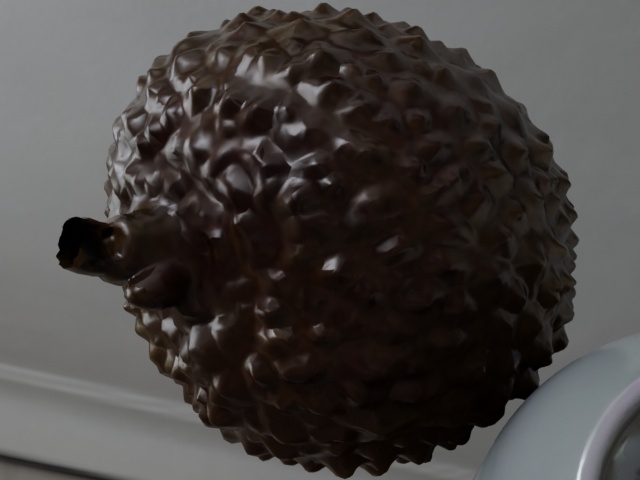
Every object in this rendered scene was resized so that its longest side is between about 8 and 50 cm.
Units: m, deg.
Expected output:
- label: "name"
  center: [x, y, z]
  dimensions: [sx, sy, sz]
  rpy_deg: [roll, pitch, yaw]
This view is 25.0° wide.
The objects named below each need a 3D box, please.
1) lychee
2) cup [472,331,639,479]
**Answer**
- label: "lychee"
  center: [0.000, 0.000, 0.599]
  dimensions: [0.238, 0.200, 0.200]
  rpy_deg: [-6, -31, -35]
- label: "cup"
  center: [0.141, 0.176, 0.618]
  dimensions: [0.212, 0.212, 0.317]
  rpy_deg: [6, -30, -1]
